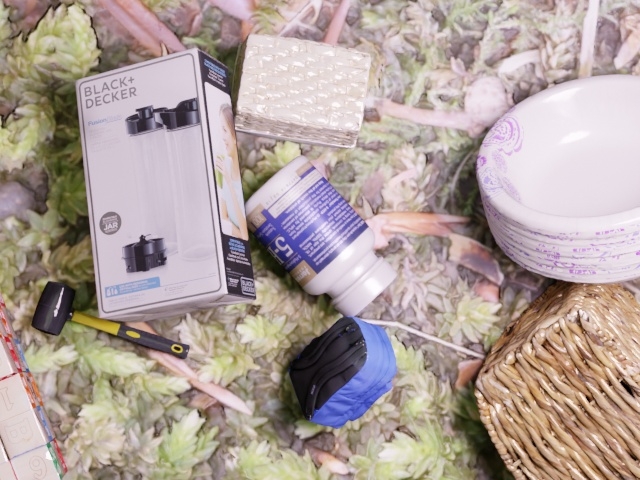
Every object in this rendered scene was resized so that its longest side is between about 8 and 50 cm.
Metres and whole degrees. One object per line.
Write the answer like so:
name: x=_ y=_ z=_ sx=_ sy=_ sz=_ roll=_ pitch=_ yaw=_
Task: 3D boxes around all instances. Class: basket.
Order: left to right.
basket: x=-0.024 y=-0.185 z=1.418 sx=0.167 sy=0.103 sz=0.113 roll=9 pitch=83 yaw=-7
basket: x=0.343 y=0.212 z=1.428 sx=0.213 sy=0.223 sz=0.299 roll=-42 pitch=90 yaw=23

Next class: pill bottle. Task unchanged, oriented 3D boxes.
pill bottle: x=0.000 y=0.000 z=1.396 sx=0.112 sy=0.112 sz=0.186 roll=-43 pitch=90 yaw=-10

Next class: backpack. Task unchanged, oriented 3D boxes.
backpack: x=0.035 y=0.150 z=1.375 sx=0.101 sy=0.098 sz=0.120 roll=18 pitch=123 yaw=-40

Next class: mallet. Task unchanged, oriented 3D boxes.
mallet: x=-0.248 y=0.096 z=1.395 sx=0.190 sy=0.039 sz=0.062 roll=12 pitch=80 yaw=-11

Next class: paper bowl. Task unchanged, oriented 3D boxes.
paper bowl: x=0.337 y=-0.060 z=1.387 sx=0.284 sy=0.284 sz=0.148 roll=-28 pitch=131 yaw=-10

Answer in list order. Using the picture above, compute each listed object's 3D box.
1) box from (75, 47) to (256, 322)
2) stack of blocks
box: x=-0.182 y=-0.060 z=1.348 sx=0.169 sy=0.087 sz=0.289 roll=-10 pitch=79 yaw=19
stack of blocks: x=-0.382 y=0.145 z=1.300 sx=0.087 sy=0.171 sz=0.297 roll=-21 pitch=87 yaw=-9
